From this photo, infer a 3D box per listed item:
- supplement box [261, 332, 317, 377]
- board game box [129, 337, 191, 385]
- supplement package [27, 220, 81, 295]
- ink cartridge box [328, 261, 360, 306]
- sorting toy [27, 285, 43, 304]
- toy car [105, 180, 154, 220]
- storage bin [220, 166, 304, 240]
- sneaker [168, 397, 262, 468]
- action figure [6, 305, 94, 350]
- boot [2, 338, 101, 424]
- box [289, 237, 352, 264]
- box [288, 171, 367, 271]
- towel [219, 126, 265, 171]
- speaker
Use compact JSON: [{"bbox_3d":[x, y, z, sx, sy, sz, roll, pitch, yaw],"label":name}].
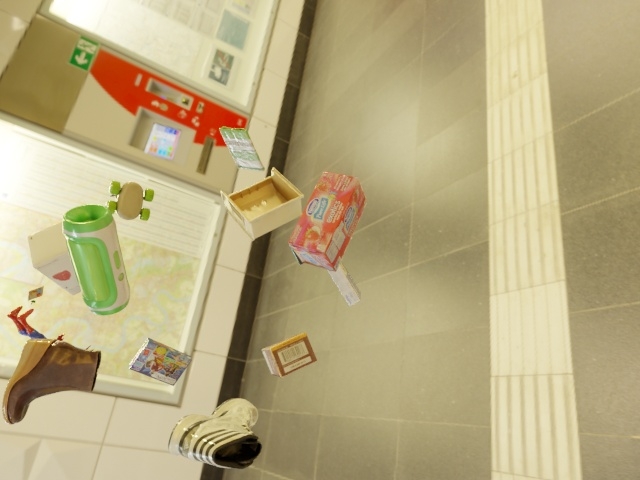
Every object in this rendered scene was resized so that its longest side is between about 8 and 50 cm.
[{"bbox_3d":[-0.089,0.312,1.218,0.081,0.104,0.188,67,162,8],"label":"supplement box"},{"bbox_3d":[-0.645,0.494,1.811,0.136,0.201,0.035,-54,30,-1],"label":"board game box"},{"bbox_3d":[-1.114,0.082,1.985,0.175,0.177,0.293,59,170,29],"label":"supplement package"},{"bbox_3d":[0.064,0.112,1.505,0.046,0.207,0.097,-31,5,9],"label":"ink cartridge box"},{"bbox_3d":[-1.129,0.221,1.775,0.062,0.012,0.083,-34,-22,-54],"label":"sorting toy"},{"bbox_3d":[-0.766,-0.159,1.765,0.188,0.154,0.149,12,89,54],"label":"toy car"},{"bbox_3d":[-0.248,-0.165,1.907,0.260,0.262,0.123,45,153,34],"label":"storage bin"},{"bbox_3d":[-0.289,0.693,1.563,0.257,0.447,0.169,13,87,25],"label":"sneaker"},{"bbox_3d":[-0.824,0.308,1.391,0.091,0.281,0.139,6,32,30],"label":"action figure"},{"bbox_3d":[-0.753,0.409,1.260,0.090,0.206,0.249,149,135,-81],"label":"boot"},{"bbox_3d":[0.000,0.000,1.834,0.244,0.101,0.060,-26,8,-1],"label":"box"},{"bbox_3d":[0.027,-0.057,1.303,0.122,0.128,0.257,15,67,26],"label":"box"},{"bbox_3d":[-0.237,-0.281,1.373,0.113,0.152,0.023,12,52,30],"label":"towel"},{"bbox_3d":[-0.601,0.057,1.212,0.131,0.131,0.297,-113,22,-55],"label":"speaker"}]
